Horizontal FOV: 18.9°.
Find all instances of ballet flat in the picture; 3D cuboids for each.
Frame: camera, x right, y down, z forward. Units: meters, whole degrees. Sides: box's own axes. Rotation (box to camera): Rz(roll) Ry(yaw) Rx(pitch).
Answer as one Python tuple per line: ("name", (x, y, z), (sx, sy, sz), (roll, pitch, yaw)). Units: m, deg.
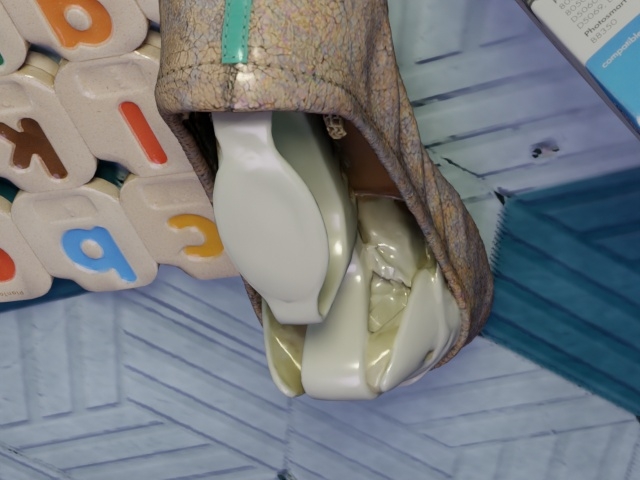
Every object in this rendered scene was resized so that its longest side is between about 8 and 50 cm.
("ballet flat", (0.000, 0.000, 0.758), (0.107, 0.106, 0.316), (-6, 147, 16))

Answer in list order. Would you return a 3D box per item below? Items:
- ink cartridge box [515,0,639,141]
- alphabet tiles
("ink cartridge box", (0.112, -0.076, 0.656), (0.060, 0.180, 0.104), (-42, 130, 8))
("alphabet tiles", (-0.141, -0.075, 0.814), (0.284, 0.021, 0.278), (-7, 135, 22))
